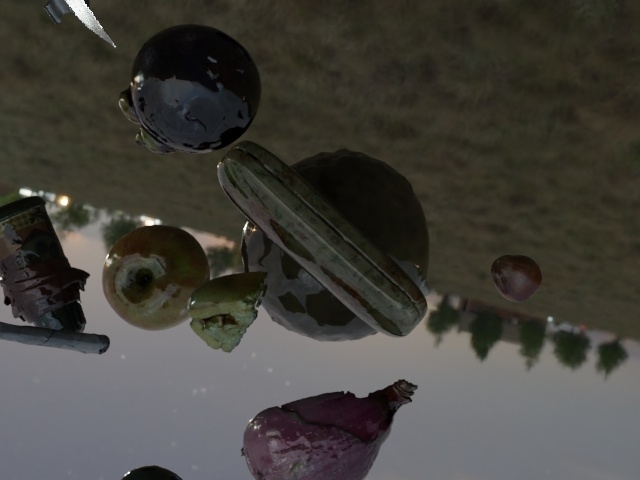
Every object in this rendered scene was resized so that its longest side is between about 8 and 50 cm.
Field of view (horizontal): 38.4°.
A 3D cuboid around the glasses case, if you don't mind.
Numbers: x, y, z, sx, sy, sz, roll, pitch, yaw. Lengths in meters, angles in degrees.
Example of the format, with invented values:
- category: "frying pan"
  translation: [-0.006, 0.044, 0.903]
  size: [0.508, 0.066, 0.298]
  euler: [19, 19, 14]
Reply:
- category: "glasses case"
  translation: [0.000, 0.000, 1.522]
  size: [0.425, 0.098, 0.156]
  euler: [42, 160, 4]

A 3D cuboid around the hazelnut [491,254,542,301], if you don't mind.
- category: "hazelnut"
  translation: [0.316, 0.059, 1.491]
  size: [0.086, 0.086, 0.086]
  euler: [14, 178, 0]

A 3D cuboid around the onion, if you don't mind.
- category: "onion"
  translation: [0.034, 0.382, 1.674]
  size: [0.349, 0.159, 0.267]
  euler: [-23, 150, 6]

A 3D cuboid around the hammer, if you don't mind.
- category: "hammer"
  translation: [-0.531, 0.137, 1.420]
  size: [0.427, 0.044, 0.152]
  euler: [14, 146, -37]

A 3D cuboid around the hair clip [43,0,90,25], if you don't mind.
- category: "hair clip"
  translation: [-0.511, -0.501, 1.815]
  size: [0.140, 0.054, 0.220]
  euler: [51, -166, -36]

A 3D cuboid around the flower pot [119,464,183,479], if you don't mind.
- category: "flower pot"
  translation: [-0.328, 0.558, 1.776]
  size: [0.157, 0.243, 0.189]
  euler: [-6, 176, 12]

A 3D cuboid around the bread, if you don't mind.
- category: "bread"
  translation: [-0.167, 0.108, 1.576]
  size: [0.110, 0.156, 0.103]
  euler: [27, -154, -10]

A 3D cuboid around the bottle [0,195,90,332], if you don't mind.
- category: "bottle"
  translation: [-0.516, 0.059, 1.700]
  size: [0.156, 0.271, 0.143]
  euler: [-24, -177, 3]

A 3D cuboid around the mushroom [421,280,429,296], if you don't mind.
- category: "mushroom"
  translation: [0.142, 0.078, 2.056]
  size: [0.225, 0.093, 0.116]
  euler: [1, -141, -13]

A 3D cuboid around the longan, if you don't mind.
- category: "longan"
  translation: [0.028, 0.007, 1.843]
  size: [0.391, 0.391, 0.391]
  euler: [14, 178, 0]

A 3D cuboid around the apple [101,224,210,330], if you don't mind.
- category: "apple"
  translation: [-0.394, 0.088, 2.253]
  size: [0.264, 0.264, 0.264]
  euler: [14, 178, 0]

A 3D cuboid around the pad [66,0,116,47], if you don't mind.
- category: "pad"
  translation: [-0.391, -0.379, 1.467]
  size: [0.112, 0.003, 0.157]
  euler: [37, 167, 34]

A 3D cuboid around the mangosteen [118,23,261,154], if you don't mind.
- category: "mangosteen"
  translation: [-0.195, -0.207, 1.335]
  size: [0.194, 0.194, 0.230]
  euler: [15, 150, -36]
